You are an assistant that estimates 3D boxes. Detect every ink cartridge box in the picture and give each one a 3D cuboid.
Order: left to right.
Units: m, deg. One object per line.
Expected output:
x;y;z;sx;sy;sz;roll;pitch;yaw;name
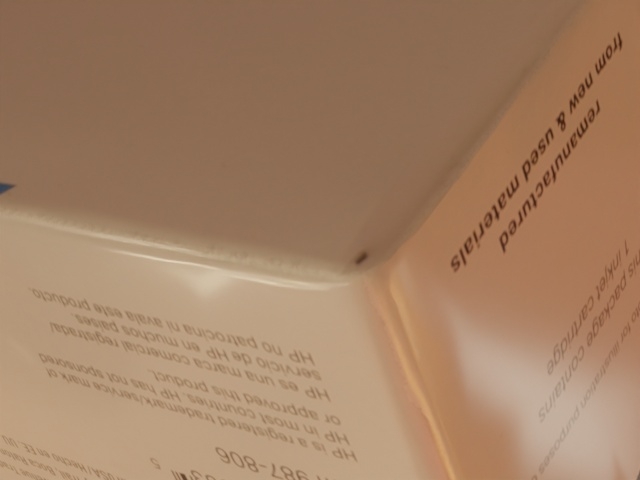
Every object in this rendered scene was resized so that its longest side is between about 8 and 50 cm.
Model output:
0.002;0.088;0.559;0.285;0.166;0.395;10;136;37;ink cartridge box
